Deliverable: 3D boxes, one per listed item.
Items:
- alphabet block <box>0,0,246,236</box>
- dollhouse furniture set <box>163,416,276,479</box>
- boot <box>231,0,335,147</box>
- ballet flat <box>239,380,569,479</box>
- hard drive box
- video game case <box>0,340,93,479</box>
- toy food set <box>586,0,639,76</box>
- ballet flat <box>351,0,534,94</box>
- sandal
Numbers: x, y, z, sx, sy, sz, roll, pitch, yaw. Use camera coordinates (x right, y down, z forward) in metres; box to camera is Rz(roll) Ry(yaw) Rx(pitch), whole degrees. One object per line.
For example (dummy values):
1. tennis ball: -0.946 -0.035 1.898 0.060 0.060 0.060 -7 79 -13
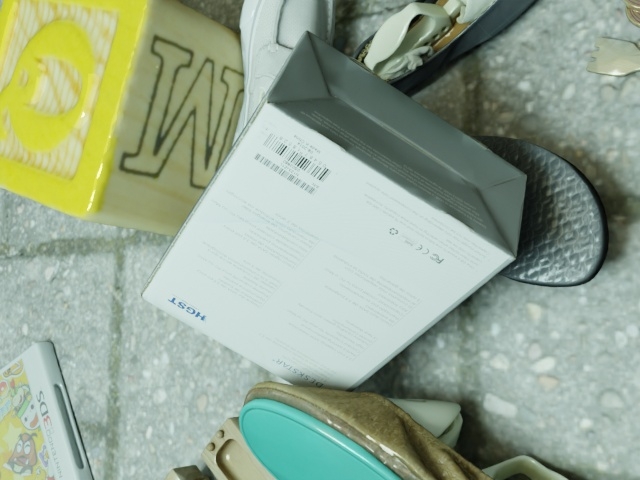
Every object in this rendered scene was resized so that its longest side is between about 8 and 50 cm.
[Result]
1. alphabet block: -0.174 -0.115 0.730 0.192 0.197 0.193 16 92 32
2. dollhouse furniture set: -0.103 0.259 0.679 0.144 0.123 0.151 45 107 28
3. boot: -0.008 -0.119 0.669 0.123 0.095 0.258 26 111 48
4. ballet flat: 0.102 0.186 0.564 0.342 0.124 0.116 28 133 28
5. hard drive box: 0.000 0.000 0.567 0.181 0.089 0.232 32 135 -10
6. video game case: -0.356 0.257 0.898 0.227 0.026 0.206 -35 66 24
7. toy food set: 0.268 -0.207 0.556 0.132 0.038 0.192 19 94 33
8. ballet flat: 0.102 -0.184 0.641 0.203 0.074 0.074 -36 66 23
9. sandal: 0.118 -0.040 0.626 0.254 0.054 0.097 30 100 43
